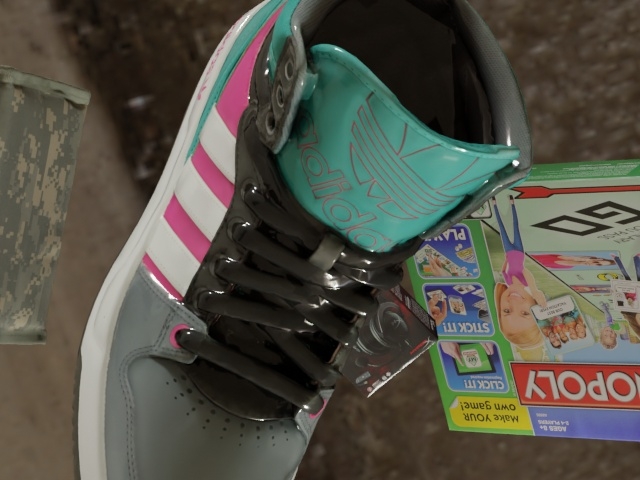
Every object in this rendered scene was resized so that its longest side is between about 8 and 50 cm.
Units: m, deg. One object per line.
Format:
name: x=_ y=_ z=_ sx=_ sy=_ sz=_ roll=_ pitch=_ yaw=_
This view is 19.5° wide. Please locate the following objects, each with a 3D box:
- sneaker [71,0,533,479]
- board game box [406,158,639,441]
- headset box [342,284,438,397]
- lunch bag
sneaker: x=0.000 y=0.000 z=0.772 sx=0.178 sy=0.124 sz=0.295 roll=-29 pitch=41 yaw=59
board game box: x=0.212 y=0.046 z=1.397 sx=0.317 sy=0.046 sz=0.213 roll=-2 pitch=110 yaw=39
headset box: x=0.024 y=0.048 z=1.181 sx=0.083 sy=0.062 sz=0.032 roll=46 pitch=-165 yaw=-18
lunch bag: x=-0.370 y=-0.051 z=1.606 sx=0.287 sy=0.169 sz=0.235 roll=11 pitch=90 yaw=22
